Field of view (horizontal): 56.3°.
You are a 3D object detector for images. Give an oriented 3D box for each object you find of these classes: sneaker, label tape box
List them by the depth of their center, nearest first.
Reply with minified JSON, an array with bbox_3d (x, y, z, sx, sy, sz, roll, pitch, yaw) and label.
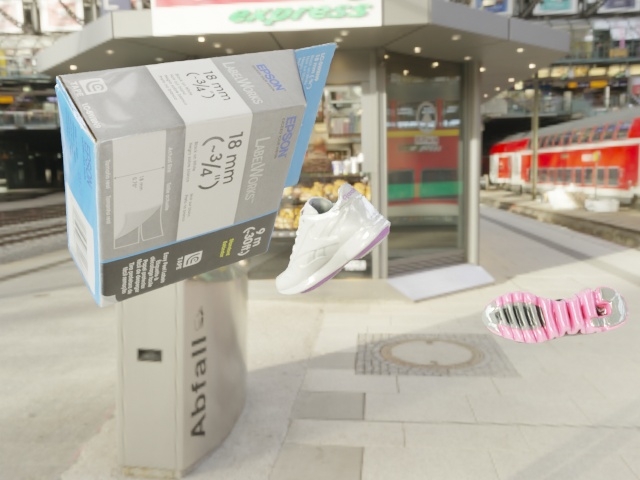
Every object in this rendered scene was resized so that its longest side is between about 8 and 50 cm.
[{"bbox_3d":[0.205,0.070,0.532,0.119,0.047,0.057,-3,-17,10],"label":"sneaker"},{"bbox_3d":[-0.112,-0.082,0.691,0.334,0.240,0.106,-19,56,-32],"label":"label tape box"},{"bbox_3d":[0.000,0.000,1.191,0.305,0.152,0.114,-39,-1,36],"label":"sneaker"}]
